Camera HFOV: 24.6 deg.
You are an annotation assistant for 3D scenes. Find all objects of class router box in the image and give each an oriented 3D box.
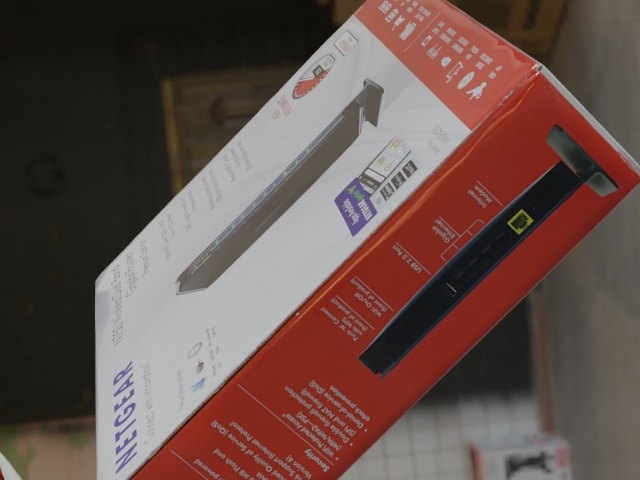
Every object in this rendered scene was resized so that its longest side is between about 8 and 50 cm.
[{"bbox_3d":[0.000,0.000,0.848,0.082,0.301,0.335,43,-173,-19],"label":"router box"}]

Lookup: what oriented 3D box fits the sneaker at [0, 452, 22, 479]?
[{"bbox_3d":[-0.190,0.093,0.620,0.279,0.107,0.118,62,176,22],"label":"sneaker"}]
